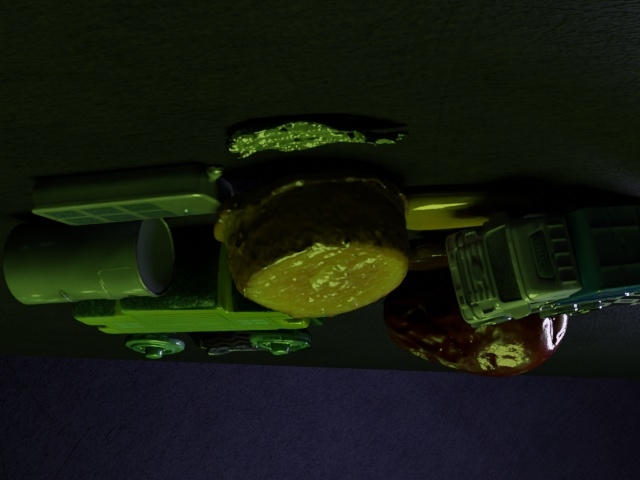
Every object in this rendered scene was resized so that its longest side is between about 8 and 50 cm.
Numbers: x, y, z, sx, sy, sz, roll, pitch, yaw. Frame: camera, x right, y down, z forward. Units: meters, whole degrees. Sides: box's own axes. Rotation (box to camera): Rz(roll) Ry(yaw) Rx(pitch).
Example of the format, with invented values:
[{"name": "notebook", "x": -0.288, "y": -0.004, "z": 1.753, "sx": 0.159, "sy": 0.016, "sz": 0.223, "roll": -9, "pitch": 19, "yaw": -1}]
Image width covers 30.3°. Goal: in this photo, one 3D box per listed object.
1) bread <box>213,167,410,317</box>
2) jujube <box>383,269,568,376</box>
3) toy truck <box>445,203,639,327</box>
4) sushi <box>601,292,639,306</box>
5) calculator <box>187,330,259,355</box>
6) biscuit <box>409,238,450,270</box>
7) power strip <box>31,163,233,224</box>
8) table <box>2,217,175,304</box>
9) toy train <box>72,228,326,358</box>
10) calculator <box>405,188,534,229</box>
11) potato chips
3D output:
[{"name": "bread", "x": 0.000, "y": 0.000, "z": 1.532, "sx": 0.268, "sy": 0.146, "sz": 0.268, "roll": -10, "pitch": 155, "yaw": -5}, {"name": "jujube", "x": 0.268, "y": 0.129, "z": 2.066, "sx": 0.318, "sy": 0.223, "sz": 0.223, "roll": 3, "pitch": 172, "yaw": 35}, {"name": "toy truck", "x": 0.346, "y": 0.028, "z": 1.663, "sx": 0.367, "sy": 0.146, "sz": 0.175, "roll": -6, "pitch": 168, "yaw": -42}, {"name": "sushi", "x": 0.646, "y": 0.086, "z": 2.257, "sx": 0.279, "sy": 0.043, "sz": 0.192, "roll": -3, "pitch": 168, "yaw": 13}, {"name": "calculator", "x": -0.202, "y": 0.174, "z": 2.411, "sx": 0.165, "sy": 0.028, "sz": 0.274, "roll": 0, "pitch": -165, "yaw": -21}, {"name": "biscuit", "x": 0.220, "y": 0.019, "z": 1.933, "sx": 0.180, "sy": 0.039, "sz": 0.236, "roll": 3, "pitch": 168, "yaw": -35}, {"name": "power strip", "x": -0.241, "y": -0.057, "z": 1.540, "sx": 0.270, "sy": 0.046, "sz": 0.118, "roll": -5, "pitch": 167, "yaw": 16}, {"name": "table", "x": -0.336, "y": 0.026, "z": 1.732, "sx": 0.220, "sy": 0.126, "sz": 0.126, "roll": -4, "pitch": 168, "yaw": 19}, {"name": "toy train", "x": -0.194, "y": 0.082, "z": 1.921, "sx": 0.442, "sy": 0.179, "sz": 0.272, "roll": -3, "pitch": 162, "yaw": 18}, {"name": "calculator", "x": 0.179, "y": -0.044, "z": 1.648, "sx": 0.235, "sy": 0.032, "sz": 0.146, "roll": -4, "pitch": 167, "yaw": 5}, {"name": "potato chips", "x": -0.010, "y": -0.114, "z": 1.317, "sx": 0.207, "sy": 0.028, "sz": 0.092, "roll": -2, "pitch": 170, "yaw": 16}]
